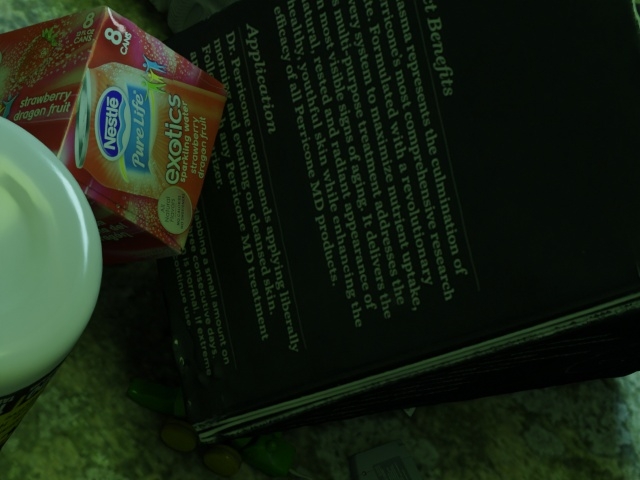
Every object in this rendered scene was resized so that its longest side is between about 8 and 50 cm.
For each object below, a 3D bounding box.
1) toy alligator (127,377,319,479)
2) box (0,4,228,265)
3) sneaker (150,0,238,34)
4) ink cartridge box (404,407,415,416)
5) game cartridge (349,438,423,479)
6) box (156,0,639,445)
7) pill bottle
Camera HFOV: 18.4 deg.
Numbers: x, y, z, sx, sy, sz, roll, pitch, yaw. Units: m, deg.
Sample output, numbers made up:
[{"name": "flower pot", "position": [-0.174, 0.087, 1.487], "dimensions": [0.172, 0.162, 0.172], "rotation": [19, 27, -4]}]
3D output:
[{"name": "toy alligator", "position": [-0.055, 0.147, 1.485], "dimensions": [0.189, 0.051, 0.056], "rotation": [30, 54, -8]}, {"name": "box", "position": [-0.202, -0.058, 1.344], "dimensions": [0.122, 0.257, 0.128], "rotation": [33, 62, -38]}, {"name": "sneaker", "position": [-0.073, -0.262, 1.664], "dimensions": [0.321, 0.124, 0.180], "rotation": [44, 54, 2]}, {"name": "ink cartridge box", "position": [0.000, 0.000, 1.574], "dimensions": [0.255, 0.097, 0.189], "rotation": [48, 50, -20]}, {"name": "game cartridge", "position": [0.057, 0.199, 1.534], "dimensions": [0.056, 0.017, 0.083], "rotation": [-14, 69, -35]}, {"name": "box", "position": [0.202, -0.064, 1.385], "dimensions": [0.480, 0.472, 0.297], "rotation": [-4, 80, -43]}, {"name": "pill bottle", "position": [-0.272, 0.070, 1.247], "dimensions": [0.188, 0.334, 0.188], "rotation": [11, 59, -20]}]
